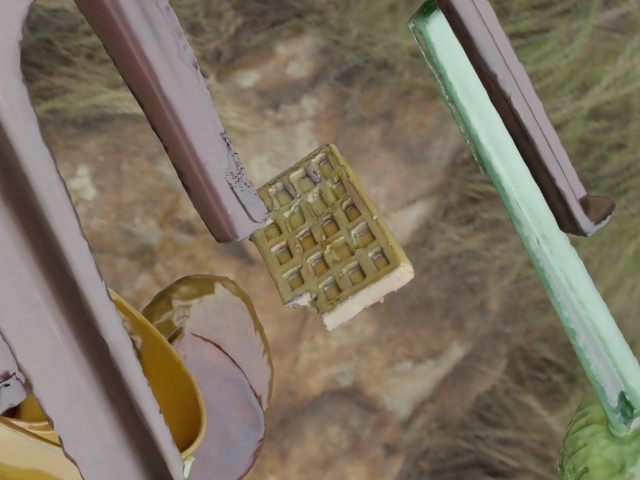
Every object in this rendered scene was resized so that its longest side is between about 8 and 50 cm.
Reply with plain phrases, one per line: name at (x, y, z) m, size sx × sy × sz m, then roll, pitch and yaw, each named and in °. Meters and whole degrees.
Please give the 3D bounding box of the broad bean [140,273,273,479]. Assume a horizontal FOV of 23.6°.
broad bean at (-0.118, 0.133, 1.348) m, size 0.156 × 0.122 × 0.229 m, roll -14°, pitch 119°, yaw -28°

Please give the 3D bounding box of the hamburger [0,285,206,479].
hamburger at (-0.219, 0.128, 0.885) m, size 0.274 × 0.274 × 0.212 m, roll 15°, pitch 116°, yaw -50°

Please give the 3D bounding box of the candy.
candy at (0.108, 0.028, 0.630) m, size 0.092 × 0.093 × 0.335 m, roll -54°, pitch 134°, yaw -23°

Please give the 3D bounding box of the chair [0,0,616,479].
chair at (-0.090, -0.110, 0.412) m, size 0.175 × 0.183 × 0.326 m, roll -36°, pitch 108°, yaw -26°

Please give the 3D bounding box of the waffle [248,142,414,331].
waffle at (0.000, 0.000, 1.052) m, size 0.092 × 0.135 × 0.021 m, roll -32°, pitch 140°, yaw 5°
